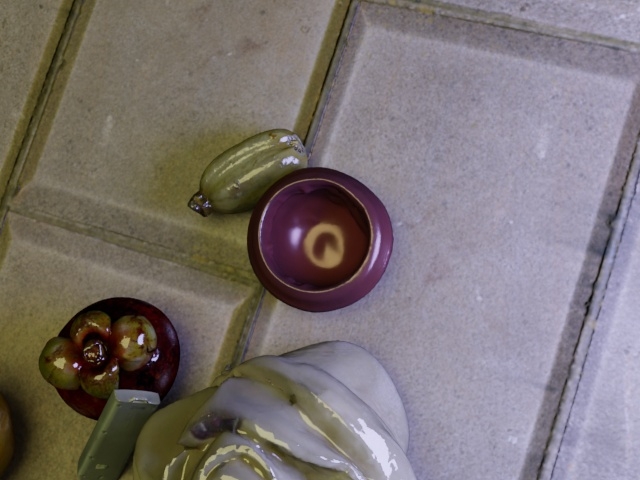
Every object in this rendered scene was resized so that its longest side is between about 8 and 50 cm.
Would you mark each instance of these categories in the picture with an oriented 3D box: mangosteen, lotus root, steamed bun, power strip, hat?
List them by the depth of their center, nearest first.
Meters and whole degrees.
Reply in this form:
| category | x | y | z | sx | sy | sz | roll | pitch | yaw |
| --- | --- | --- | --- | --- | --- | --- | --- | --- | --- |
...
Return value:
| category | x | y | z | sx | sy | sz | roll | pitch | yaw |
| --- | --- | --- | --- | --- | --- | --- | --- | --- | --- |
| steamed bun | -0.069 | 0.306 | 1.337 | 0.367 | 0.255 | 0.342 | -23 | 75 | 13 |
| power strip | -0.276 | 0.268 | 1.453 | 0.060 | 0.253 | 0.027 | 9 | 48 | -23 |
| mangosteen | -0.285 | 0.158 | 1.460 | 0.200 | 0.200 | 0.200 | -3 | 78 | 16 |
| hat | 0.000 | 0.000 | 1.466 | 0.205 | 0.089 | 0.205 | -2 | 82 | 13 |
| lotus root | -0.104 | -0.090 | 1.520 | 0.183 | 0.077 | 0.090 | -32 | 65 | 5 |

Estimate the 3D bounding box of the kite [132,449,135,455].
| category | x | y | z | sx | sy | sz | roll | pitch | yaw |
| --- | --- | --- | --- | --- | --- | --- | --- | --- | --- |
| kite | -0.221 | 0.316 | 1.509 | 0.152 | 0.005 | 0.137 | 38 | 91 | 20 |

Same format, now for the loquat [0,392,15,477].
| category | x | y | z | sx | sy | sz | roll | pitch | yaw |
| --- | --- | --- | --- | --- | --- | --- | --- | --- | --- |
| loquat | -0.525 | 0.262 | 1.497 | 0.213 | 0.213 | 0.246 | 33 | 111 | 20 |
